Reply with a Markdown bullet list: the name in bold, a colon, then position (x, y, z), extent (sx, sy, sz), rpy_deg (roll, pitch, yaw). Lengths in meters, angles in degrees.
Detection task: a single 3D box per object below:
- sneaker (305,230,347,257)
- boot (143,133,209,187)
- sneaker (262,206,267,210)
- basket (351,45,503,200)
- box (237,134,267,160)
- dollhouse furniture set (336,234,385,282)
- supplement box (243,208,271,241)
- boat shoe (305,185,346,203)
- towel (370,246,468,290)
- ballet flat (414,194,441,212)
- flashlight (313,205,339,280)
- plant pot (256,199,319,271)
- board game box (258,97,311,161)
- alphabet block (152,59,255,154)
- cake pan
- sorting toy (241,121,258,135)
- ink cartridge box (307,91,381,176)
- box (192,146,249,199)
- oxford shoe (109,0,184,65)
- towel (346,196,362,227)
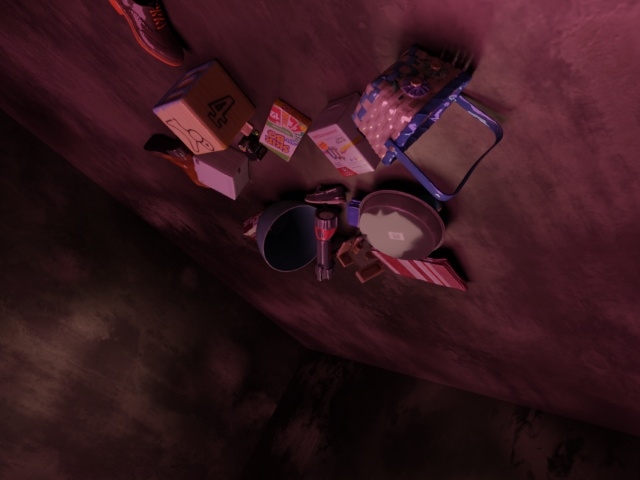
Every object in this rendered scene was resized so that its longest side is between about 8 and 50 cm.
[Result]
- **sneaker**: position (0.000, 0.000, 1.910), extent (0.271, 0.100, 0.108), rpy_deg (10, 143, 37)
- **boot**: position (-0.615, -0.347, 1.982), extent (0.264, 0.096, 0.280), rpy_deg (6, 155, 29)
- **sneaker**: position (-0.216, -0.075, 2.063), extent (0.128, 0.087, 0.221), rpy_deg (13, 154, -10)
- **basket**: position (0.231, -0.251, 0.963), extent (0.289, 0.255, 0.201), rpy_deg (43, 153, -1)
- **box**: position (-0.242, -0.330, 1.591), extent (0.062, 0.052, 0.083), rpy_deg (10, 150, 40)
- **dollhouse furniture set**: position (0.174, 0.067, 1.784), extent (0.151, 0.144, 0.123), rpy_deg (56, 153, 20)
- **supplement box**: position (-0.215, -0.032, 1.988), extent (0.130, 0.073, 0.239), rpy_deg (-30, 139, 24)
- **boat shoe**: position (0.018, -0.170, 1.627), extent (0.206, 0.075, 0.065), rpy_deg (9, 106, 50)
- **towel**: position (0.377, 0.102, 1.712), extent (0.329, 0.037, 0.237), rpy_deg (12, 161, 43)
- **ballet flat**: position (0.311, -0.116, 1.401), extent (0.168, 0.057, 0.052), rpy_deg (14, 179, 40)
- **flashlight**: position (0.025, 0.014, 1.779), extent (0.103, 0.103, 0.304), rpy_deg (-7, 129, -7)
- **plant pot**: position (-0.145, -0.048, 1.809), extent (0.195, 0.290, 0.290), rpy_deg (40, 169, 45)
- **board game box**: position (-0.123, -0.347, 1.451), extent (0.124, 0.039, 0.259), rpy_deg (34, 159, -7)
- **alphabet block**: position (-0.363, -0.410, 1.400), extent (0.192, 0.193, 0.197), rpy_deg (6, 147, 45)
- **cake pan**: position (0.249, -0.037, 1.432), extent (0.293, 0.054, 0.293), rpy_deg (21, 147, 14)
- **sorting toy**: position (-0.252, -0.386, 1.541), extent (0.083, 0.012, 0.062), rpy_deg (39, 150, -11)
- **ink cartridge box**: position (0.081, -0.285, 1.220), extent (0.128, 0.127, 0.176), rpy_deg (-3, 139, 51)
- **box**: position (-0.389, -0.284, 1.767), extent (0.182, 0.119, 0.181), rpy_deg (28, 156, 5)
- **oxford shoe**: position (-0.477, -0.616, 1.252), extent (0.098, 0.097, 0.271), rpy_deg (-4, 139, 43)
- **towel**: position (0.245, -0.033, 1.588), extent (0.336, 0.040, 0.243), rpy_deg (26, 167, 10)
